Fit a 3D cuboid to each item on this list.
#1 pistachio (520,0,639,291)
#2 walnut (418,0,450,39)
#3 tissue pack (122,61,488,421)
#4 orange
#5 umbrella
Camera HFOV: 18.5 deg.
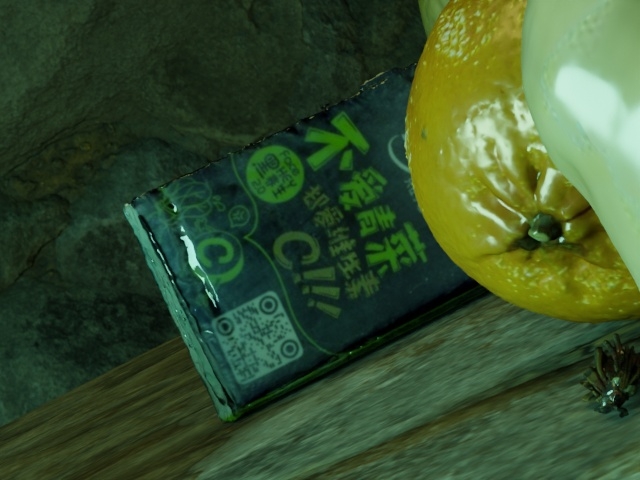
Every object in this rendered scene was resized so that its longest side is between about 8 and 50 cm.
[{"bbox_3d":[0.179,-0.060,0.618,0.193,0.214,0.318,24,16,25],"label":"pistachio"},{"bbox_3d":[0.201,-0.163,1.068,0.313,0.252,0.277,-10,-35,24],"label":"walnut"},{"bbox_3d":[0.000,0.000,1.383,0.235,0.173,0.073,-27,3,-13],"label":"tissue pack"},{"bbox_3d":[0.131,-0.048,0.896,0.193,0.193,0.161,-25,30,30],"label":"orange"},{"bbox_3d":[0.112,0.054,0.748,0.031,0.020,0.083,-26,7,9],"label":"umbrella"}]
